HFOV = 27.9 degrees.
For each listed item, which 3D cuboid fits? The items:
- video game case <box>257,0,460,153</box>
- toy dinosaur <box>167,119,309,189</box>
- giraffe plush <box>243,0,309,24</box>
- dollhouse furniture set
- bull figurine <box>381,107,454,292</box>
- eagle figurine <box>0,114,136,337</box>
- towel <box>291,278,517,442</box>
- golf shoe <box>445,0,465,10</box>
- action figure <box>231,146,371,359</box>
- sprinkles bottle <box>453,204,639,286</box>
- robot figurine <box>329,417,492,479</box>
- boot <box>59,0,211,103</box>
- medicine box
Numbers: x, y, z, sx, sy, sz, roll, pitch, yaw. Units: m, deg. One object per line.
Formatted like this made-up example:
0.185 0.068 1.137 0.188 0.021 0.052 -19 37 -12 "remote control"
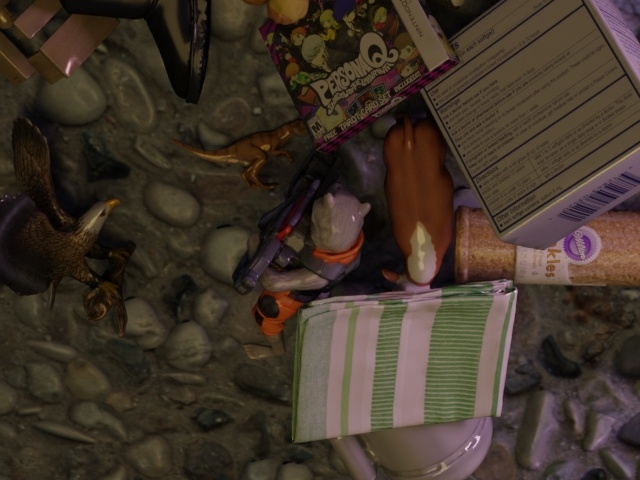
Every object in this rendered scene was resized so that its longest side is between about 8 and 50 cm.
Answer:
0.048 -0.268 1.769 0.232 0.042 0.210 -33 71 24 "video game case"
-0.110 -0.130 1.943 0.212 0.064 0.112 -14 101 5 "toy dinosaur"
-0.063 -0.384 1.685 0.181 0.170 0.210 36 117 4 "giraffe plush"
-0.411 -0.312 1.878 0.144 0.123 0.151 47 150 -20 "dollhouse furniture set"
0.143 -0.056 1.871 0.101 0.188 0.310 2 121 7 "bull figurine"
-0.405 -0.017 1.956 0.298 0.226 0.225 39 82 -34 "eagle figurine"
0.121 0.178 1.871 0.325 0.038 0.247 -6 120 -14 "towel"
0.210 -0.398 1.720 0.094 0.077 0.198 7 123 3 "golf shoe"
0.000 0.000 1.876 0.178 0.341 0.330 31 152 -2 "action figure"
0.378 0.011 1.922 0.355 0.121 0.121 1 121 7 "sprinkles bottle"
0.146 0.257 2.055 0.300 0.200 0.353 -37 114 -12 "robot figurine"
-0.259 -0.320 1.813 0.207 0.094 0.246 5 115 0 "boot"
0.308 -0.178 1.713 0.263 0.149 0.289 -35 67 24 "medicine box"
